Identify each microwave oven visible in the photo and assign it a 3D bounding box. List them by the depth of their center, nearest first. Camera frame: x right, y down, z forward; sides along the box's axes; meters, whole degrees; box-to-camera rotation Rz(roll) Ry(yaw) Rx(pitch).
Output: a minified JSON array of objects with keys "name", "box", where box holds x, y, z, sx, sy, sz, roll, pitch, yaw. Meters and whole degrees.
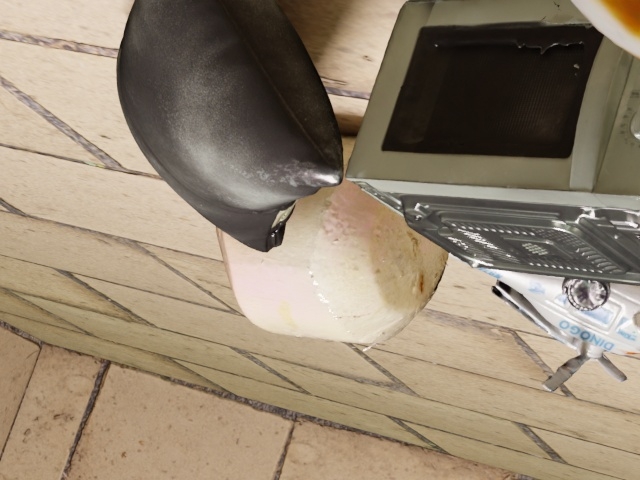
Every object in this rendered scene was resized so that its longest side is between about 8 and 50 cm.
[{"name":"microwave oven","box":[0.145,-0.049,0.844,0.208,0.122,0.162,7,162,43]}]

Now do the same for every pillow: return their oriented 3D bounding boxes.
[{"name":"pillow","box":[-0.062,-0.088,0.952,0.186,0.106,0.250,57,166,3]}]

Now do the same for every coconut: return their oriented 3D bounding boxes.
[{"name":"coconut","box":[0.000,0.000,1.175,0.183,0.171,0.171,5,162,40]}]

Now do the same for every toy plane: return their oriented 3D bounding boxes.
[{"name":"toy plane","box":[0.184,0.027,1.272,0.273,0.107,0.182,34,-144,16]}]

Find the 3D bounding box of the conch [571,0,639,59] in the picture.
[{"name":"conch","box":[0.157,-0.115,0.473,0.275,0.149,0.183,23,171,-10]}]
